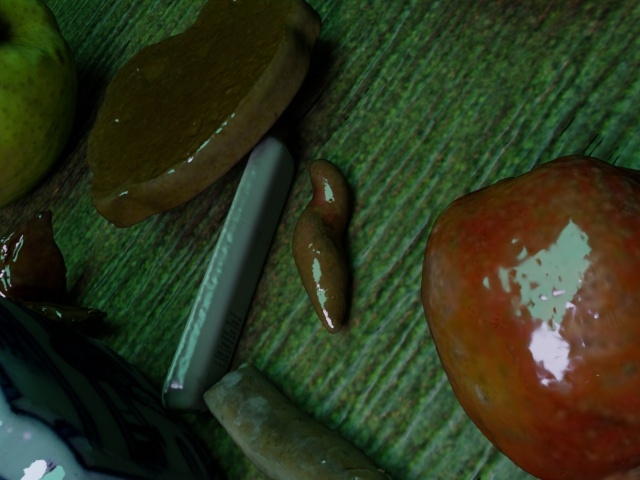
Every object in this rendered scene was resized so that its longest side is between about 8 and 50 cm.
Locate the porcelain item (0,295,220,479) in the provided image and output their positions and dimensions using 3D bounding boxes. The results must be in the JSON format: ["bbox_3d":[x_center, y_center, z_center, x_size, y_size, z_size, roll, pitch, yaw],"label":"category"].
[{"bbox_3d":[-0.249,0.188,0.699,0.157,0.286,0.281,-51,48,-1],"label":"porcelain item"}]

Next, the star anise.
[{"bbox_3d":[-0.383,0.135,0.909,0.237,0.148,0.346,5,61,38],"label":"star anise"}]

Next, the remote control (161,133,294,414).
[{"bbox_3d":[-0.091,0.034,0.798,0.038,0.090,0.310,14,75,17],"label":"remote control"}]

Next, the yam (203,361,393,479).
[{"bbox_3d":[0.005,0.206,0.658,0.071,0.067,0.317,-26,40,-33],"label":"yam"}]

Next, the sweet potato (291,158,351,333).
[{"bbox_3d":[0.001,-0.001,0.771,0.055,0.058,0.202,-29,52,46],"label":"sweet potato"}]

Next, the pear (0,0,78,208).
[{"bbox_3d":[-0.519,-0.213,1.040,0.391,0.391,0.391,-15,60,28],"label":"pear"}]

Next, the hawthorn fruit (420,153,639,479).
[{"bbox_3d":[0.182,0.077,0.514,0.210,0.210,0.262,-23,63,23],"label":"hawthorn fruit"}]

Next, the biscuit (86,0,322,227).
[{"bbox_3d":[-0.159,-0.179,0.922,0.359,0.074,0.381,-48,33,-8],"label":"biscuit"}]
